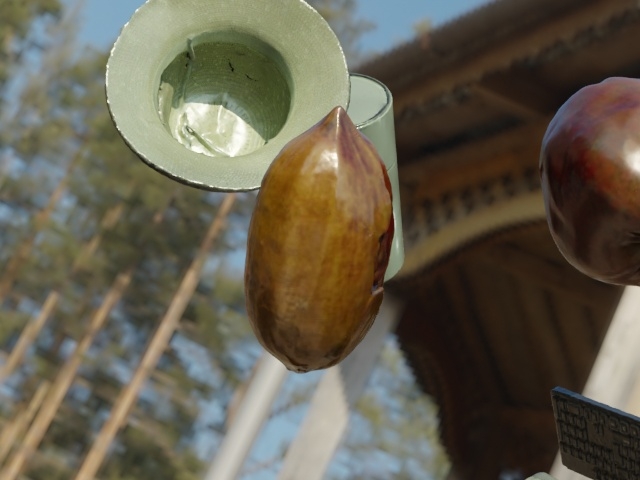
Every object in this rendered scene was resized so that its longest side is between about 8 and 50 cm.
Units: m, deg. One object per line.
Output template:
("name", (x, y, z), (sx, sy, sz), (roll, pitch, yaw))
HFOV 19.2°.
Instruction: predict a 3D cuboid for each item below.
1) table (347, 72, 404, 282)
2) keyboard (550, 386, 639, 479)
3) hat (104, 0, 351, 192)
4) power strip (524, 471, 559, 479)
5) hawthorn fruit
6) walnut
("table", (0.026, -0.065, 2.133), (0.126, 0.126, 0.220), (14, -50, 28))
("keyboard", (0.334, 0.227, 1.914), (0.310, 0.018, 0.100), (18, -56, 59))
("hat", (-0.103, -0.140, 1.998), (0.257, 0.257, 0.130), (25, -25, 3))
("power strip", (0.219, 0.242, 1.365), (0.268, 0.034, 0.092), (25, -51, 45))
("hawthorn fruit", (0.310, -0.073, 1.968), (0.248, 0.208, 0.208), (51, 1, 43))
("walnut", (0.000, 0.000, 1.418), (0.116, 0.207, 0.116), (5, 13, -1))
